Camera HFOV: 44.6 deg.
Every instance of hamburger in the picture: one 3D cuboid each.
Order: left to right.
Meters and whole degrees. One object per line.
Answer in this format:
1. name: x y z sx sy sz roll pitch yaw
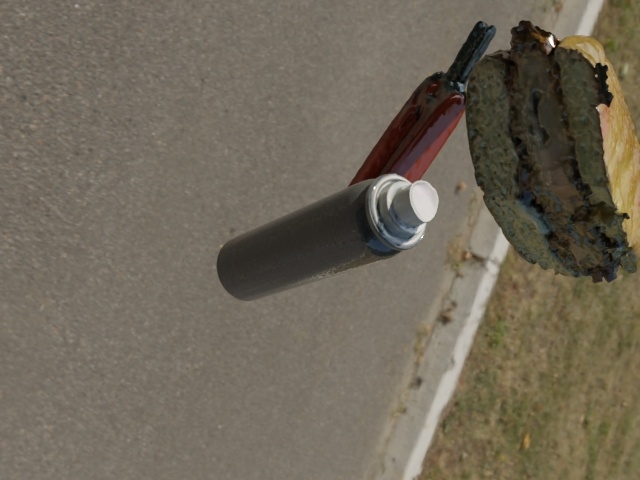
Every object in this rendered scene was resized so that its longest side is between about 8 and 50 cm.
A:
1. hamburger: 0.263 -0.084 0.832 0.245 0.155 0.282 -16 103 -53

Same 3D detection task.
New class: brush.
1. brush: 0.107 -0.112 0.916 0.070 0.051 0.323 15 112 -46

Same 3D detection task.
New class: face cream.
1. face cream: 0.000 0.000 0.745 0.073 0.283 0.073 12 70 -35
